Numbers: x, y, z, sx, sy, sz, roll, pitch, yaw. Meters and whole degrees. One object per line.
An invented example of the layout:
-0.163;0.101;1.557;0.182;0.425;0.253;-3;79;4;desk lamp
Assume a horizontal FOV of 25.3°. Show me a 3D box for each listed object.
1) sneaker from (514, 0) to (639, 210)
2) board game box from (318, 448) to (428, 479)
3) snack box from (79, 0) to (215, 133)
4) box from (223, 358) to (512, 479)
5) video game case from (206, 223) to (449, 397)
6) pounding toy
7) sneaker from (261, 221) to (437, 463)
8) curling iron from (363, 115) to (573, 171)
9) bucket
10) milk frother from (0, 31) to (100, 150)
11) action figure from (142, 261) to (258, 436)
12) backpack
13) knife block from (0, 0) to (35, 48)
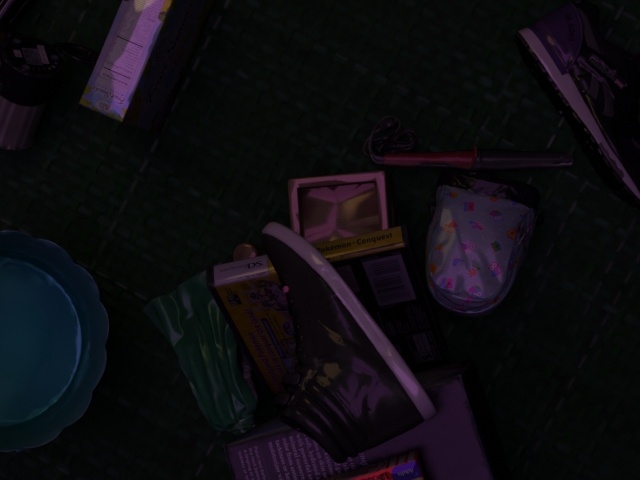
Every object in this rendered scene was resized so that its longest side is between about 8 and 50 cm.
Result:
0.371;-0.177;1.806;0.124;0.107;0.283;-32;85;2;sneaker
0.070;0.345;1.579;0.146;0.045;0.193;-19;95;8;board game box
-0.221;-0.251;1.861;0.070;0.174;0.207;23;93;10;snack box
0.070;0.272;1.753;0.294;0.296;0.183;-17;87;8;box
0.016;0.095;1.791;0.248;0.275;0.035;-12;52;9;video game case
-0.005;0.010;1.866;0.206;0.094;0.181;-5;89;10;pounding toy
-0.015;0.118;1.592;0.147;0.104;0.296;-36;70;-6;sneaker
0.191;-0.118;1.862;0.274;0.035;0.068;7;79;8;curling iron
-0.416;0.130;1.843;0.281;0.183;0.281;2;85;-17;bucket
-0.376;-0.204;1.931;0.143;0.129;0.135;15;131;-19;milk frother
-0.136;0.163;1.876;0.137;0.063;0.232;-32;70;26;action figure
0.194;0.006;1.817;0.152;0.115;0.182;13;81;14;backpack
-0.478;-0.265;1.945;0.242;0.088;0.276;-7;88;10;knife block
